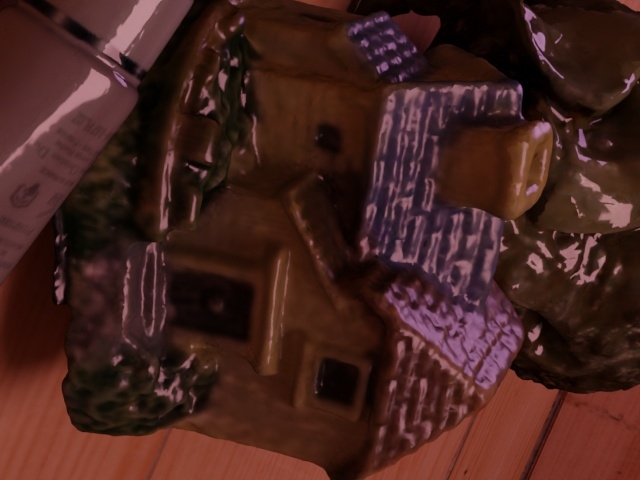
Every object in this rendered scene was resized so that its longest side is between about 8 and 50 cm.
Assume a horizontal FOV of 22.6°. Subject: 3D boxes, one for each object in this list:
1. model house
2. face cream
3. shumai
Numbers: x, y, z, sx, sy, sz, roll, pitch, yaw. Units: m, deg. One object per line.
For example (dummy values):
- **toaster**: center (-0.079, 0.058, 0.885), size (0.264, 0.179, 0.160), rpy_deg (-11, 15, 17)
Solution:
- **model house**: center (0.000, 0.000, 1.049), size (0.261, 0.266, 0.321), rpy_deg (-41, 142, -64)
- **face cream**: center (-0.185, -0.031, 0.887), size (0.314, 0.089, 0.143), rpy_deg (-57, 160, 0)
- **shumai**: center (0.144, -0.054, 1.354), size (0.348, 0.395, 0.395), rpy_deg (7, 108, -45)
